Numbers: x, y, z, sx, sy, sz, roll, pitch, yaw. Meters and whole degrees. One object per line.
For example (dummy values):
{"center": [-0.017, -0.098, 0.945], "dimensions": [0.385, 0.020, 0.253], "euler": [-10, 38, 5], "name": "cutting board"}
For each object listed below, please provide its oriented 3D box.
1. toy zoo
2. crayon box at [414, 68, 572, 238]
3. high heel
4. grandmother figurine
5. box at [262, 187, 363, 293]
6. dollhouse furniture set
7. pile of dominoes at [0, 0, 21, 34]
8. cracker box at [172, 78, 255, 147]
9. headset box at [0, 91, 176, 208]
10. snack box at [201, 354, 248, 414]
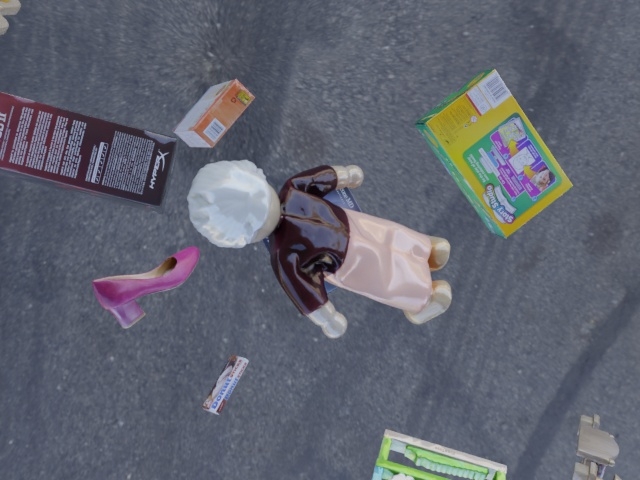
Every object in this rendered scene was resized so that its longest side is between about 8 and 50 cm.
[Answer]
{"center": [0.148, 0.403, 0.888], "dimensions": [0.192, 0.293, 0.030], "euler": [14, 126, 9], "name": "toy zoo"}
{"center": [0.330, -0.163, 1.251], "dimensions": [0.165, 0.081, 0.278], "euler": [-38, 101, 1], "name": "crayon box"}
{"center": [-0.354, 0.060, 1.347], "dimensions": [0.244, 0.082, 0.117], "euler": [-44, 119, -32], "name": "high heel"}
{"center": [0.007, 0.006, 0.733], "dimensions": [0.342, 0.208, 0.104], "euler": [23, 140, -35], "name": "grandmother figurine"}
{"center": [0.000, 0.000, 1.903], "dimensions": [0.294, 0.183, 0.296], "euler": [-29, 86, 0], "name": "box"}
{"center": [0.503, 0.516, 1.134], "dimensions": [0.173, 0.355, 0.303], "euler": [13, 100, 23], "name": "dollhouse furniture set"}
{"center": [-0.280, -0.188, 0.388], "dimensions": [0.196, 0.251, 0.040], "euler": [34, 122, -26], "name": "pile of dominoes"}
{"center": [-0.260, -0.300, 1.568], "dimensions": [0.067, 0.232, 0.156], "euler": [42, 81, -24], "name": "cracker box"}
{"center": [-0.379, -0.130, 1.014], "dimensions": [0.293, 0.218, 0.110], "euler": [14, 86, -13], "name": "headset box"}
{"center": [-0.279, 0.421, 1.921], "dimensions": [0.022, 0.064, 0.178], "euler": [53, 55, -39], "name": "snack box"}
